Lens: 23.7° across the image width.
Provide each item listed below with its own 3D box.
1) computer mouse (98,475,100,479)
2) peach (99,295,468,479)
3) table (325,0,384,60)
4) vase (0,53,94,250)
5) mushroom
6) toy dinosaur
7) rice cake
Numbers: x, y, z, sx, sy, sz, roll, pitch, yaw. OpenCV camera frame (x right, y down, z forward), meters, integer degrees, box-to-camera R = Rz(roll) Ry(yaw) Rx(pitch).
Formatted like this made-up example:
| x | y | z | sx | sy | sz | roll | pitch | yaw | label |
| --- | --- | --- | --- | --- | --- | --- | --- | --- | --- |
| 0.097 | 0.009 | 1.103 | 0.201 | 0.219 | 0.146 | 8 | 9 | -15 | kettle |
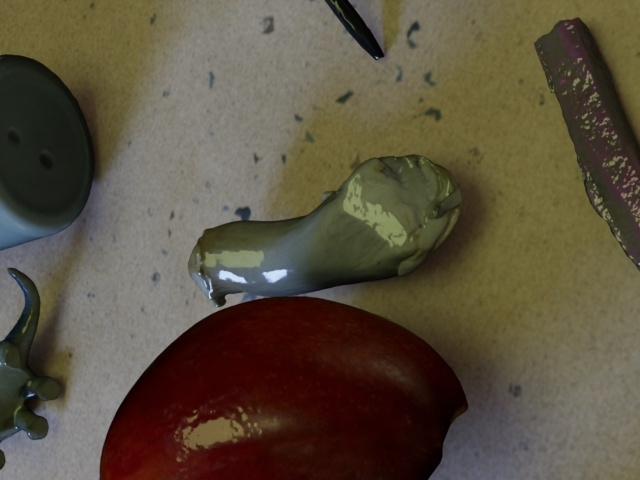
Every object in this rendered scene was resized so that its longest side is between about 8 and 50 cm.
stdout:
| x | y | z | sx | sy | sz | roll | pitch | yaw | label |
| --- | --- | --- | --- | --- | --- | --- | --- | --- | --- |
| -0.175 | 0.210 | 1.419 | 0.056 | 0.032 | 0.110 | 9 | 80 | 40 | computer mouse |
| -0.027 | 0.157 | 1.139 | 0.274 | 0.245 | 0.249 | -35 | 44 | 34 | peach |
| 0.004 | -0.321 | 1.197 | 0.249 | 0.317 | 0.317 | 49 | 116 | 18 | table |
| -0.389 | -0.075 | 1.520 | 0.291 | 0.245 | 0.245 | -14 | 75 | 32 | vase |
| 0.002 | 0.000 | 1.256 | 0.278 | 0.096 | 0.099 | -18 | 71 | 42 | mushroom |
| -0.344 | 0.142 | 1.554 | 0.188 | 0.075 | 0.248 | 10 | 97 | 48 | toy dinosaur |
| 0.213 | -0.071 | 1.120 | 0.047 | 0.036 | 0.207 | -39 | 60 | 42 | rice cake |
